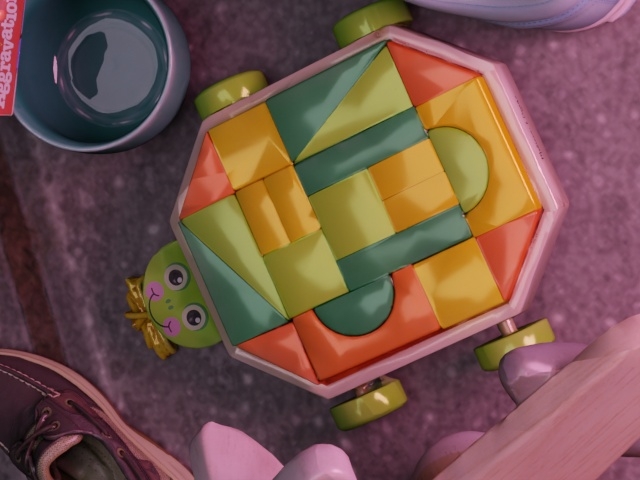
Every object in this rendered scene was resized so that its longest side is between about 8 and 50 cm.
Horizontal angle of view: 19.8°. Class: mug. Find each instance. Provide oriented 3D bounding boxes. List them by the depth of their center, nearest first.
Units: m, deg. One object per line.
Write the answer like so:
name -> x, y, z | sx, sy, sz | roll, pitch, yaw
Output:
mug -> -0.159, -0.141, 1.325 | 0.129, 0.097, 0.157 | 2, 91, 8

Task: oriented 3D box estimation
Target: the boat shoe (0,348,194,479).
boat shoe -> -0.189, 0.157, 1.381 | 0.223, 0.073, 0.080 | 34, 105, 13

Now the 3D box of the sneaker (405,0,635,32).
sneaker -> 0.035, -0.235, 1.227 | 0.366, 0.150, 0.135 | 16, 99, 17

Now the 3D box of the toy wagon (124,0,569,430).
toy wagon -> 0.000, 0.000, 1.305 | 0.344, 0.068, 0.267 | -25, 86, 19

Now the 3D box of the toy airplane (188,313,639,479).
toy airplane -> 0.075, 0.216, 1.192 | 0.386, 0.272, 0.384 | -7, 122, 9

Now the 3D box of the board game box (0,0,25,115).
board game box -> -0.307, -0.182, 1.350 | 0.281, 0.027, 0.145 | 15, 102, 45
